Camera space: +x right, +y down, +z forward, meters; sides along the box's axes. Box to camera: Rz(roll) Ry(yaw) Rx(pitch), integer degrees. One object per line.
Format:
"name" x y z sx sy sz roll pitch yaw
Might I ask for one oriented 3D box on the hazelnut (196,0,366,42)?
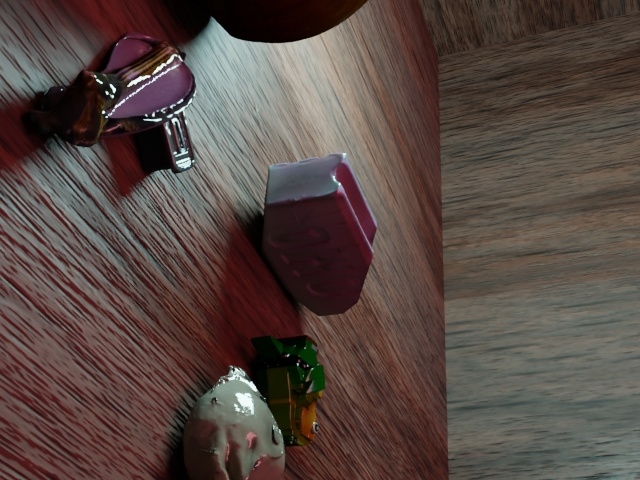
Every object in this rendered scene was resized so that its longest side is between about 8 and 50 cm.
"hazelnut" -0.068 -0.504 1.412 0.429 0.402 0.402 60 26 -58

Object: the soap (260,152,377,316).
"soap" 0.000 0.000 1.590 0.324 0.193 0.109 62 28 -46

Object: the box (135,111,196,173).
"box" -0.216 -0.139 1.230 0.074 0.054 0.099 -37 115 -68

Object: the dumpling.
"dumpling" -0.122 0.291 1.220 0.247 0.142 0.172 -85 -167 -55

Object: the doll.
"doll" -0.050 0.241 1.451 0.134 0.106 0.186 0 81 -66

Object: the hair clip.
"hair clip" -0.237 -0.196 1.130 0.359 0.110 0.096 -60 153 -67
